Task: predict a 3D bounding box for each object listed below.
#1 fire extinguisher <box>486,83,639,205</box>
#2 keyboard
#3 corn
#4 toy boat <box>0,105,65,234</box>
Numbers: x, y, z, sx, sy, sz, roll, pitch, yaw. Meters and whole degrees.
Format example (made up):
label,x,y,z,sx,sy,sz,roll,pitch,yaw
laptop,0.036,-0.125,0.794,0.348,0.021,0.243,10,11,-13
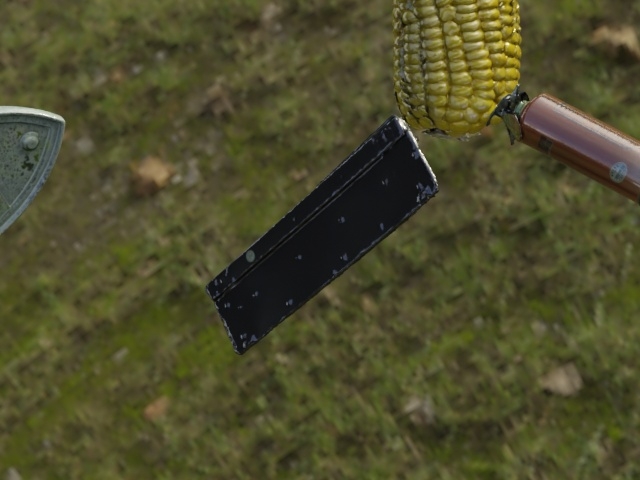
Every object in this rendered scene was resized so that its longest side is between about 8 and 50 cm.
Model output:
label,x,y,z,sx,sy,sz,roll,pitch,yaw
fire extinguisher,0.098,-0.034,0.621,0.083,0.028,0.022,30,48,23
keyboard,0.000,0.000,1.277,0.231,0.023,0.072,-41,64,29
corn,0.073,-0.154,0.891,0.072,0.203,0.072,-2,12,0
toy boat,-0.368,-0.024,1.510,0.319,0.141,0.092,-36,40,-11
